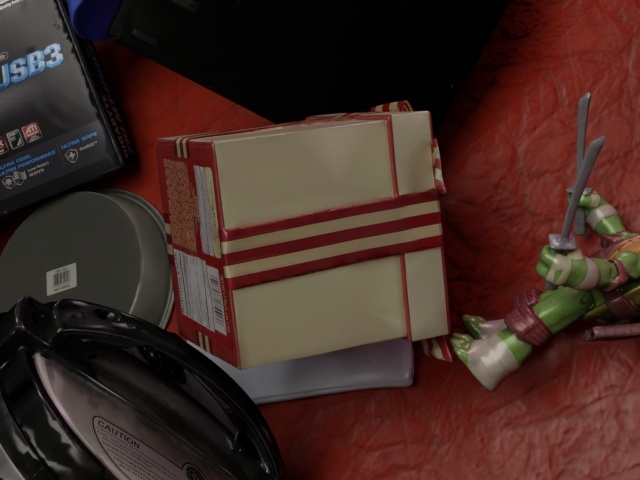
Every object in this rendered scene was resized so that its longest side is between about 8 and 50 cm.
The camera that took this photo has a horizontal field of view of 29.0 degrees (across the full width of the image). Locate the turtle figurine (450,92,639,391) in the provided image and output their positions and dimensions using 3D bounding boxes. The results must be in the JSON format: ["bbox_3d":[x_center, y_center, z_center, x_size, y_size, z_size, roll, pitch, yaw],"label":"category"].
[{"bbox_3d":[0.236,0.009,1.249,0.266,0.275,0.198,-40,31,18],"label":"turtle figurine"}]

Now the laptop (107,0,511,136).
[{"bbox_3d":[0.027,-0.347,1.438,0.382,0.236,0.408,27,108,-5],"label":"laptop"}]

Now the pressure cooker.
[{"bbox_3d":[-0.265,0.267,1.328,0.420,0.370,0.375,-45,64,12],"label":"pressure cooker"}]

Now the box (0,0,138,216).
[{"bbox_3d":[-0.433,-0.186,1.671,0.296,0.073,0.293,-20,93,13],"label":"box"}]

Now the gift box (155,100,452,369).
[{"bbox_3d":[0.000,0.000,1.248,0.276,0.258,0.255,-157,60,-65],"label":"gift box"}]

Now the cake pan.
[{"bbox_3d":[-0.323,0.062,1.632,0.293,0.054,0.293,-10,68,27],"label":"cake pan"}]

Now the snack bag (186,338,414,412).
[{"bbox_3d":[-0.027,0.033,1.487,0.323,0.037,0.342,-12,70,26],"label":"snack bag"}]

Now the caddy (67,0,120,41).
[{"bbox_3d":[-0.200,-0.388,1.579,0.341,0.241,0.179,-33,61,51],"label":"caddy"}]
